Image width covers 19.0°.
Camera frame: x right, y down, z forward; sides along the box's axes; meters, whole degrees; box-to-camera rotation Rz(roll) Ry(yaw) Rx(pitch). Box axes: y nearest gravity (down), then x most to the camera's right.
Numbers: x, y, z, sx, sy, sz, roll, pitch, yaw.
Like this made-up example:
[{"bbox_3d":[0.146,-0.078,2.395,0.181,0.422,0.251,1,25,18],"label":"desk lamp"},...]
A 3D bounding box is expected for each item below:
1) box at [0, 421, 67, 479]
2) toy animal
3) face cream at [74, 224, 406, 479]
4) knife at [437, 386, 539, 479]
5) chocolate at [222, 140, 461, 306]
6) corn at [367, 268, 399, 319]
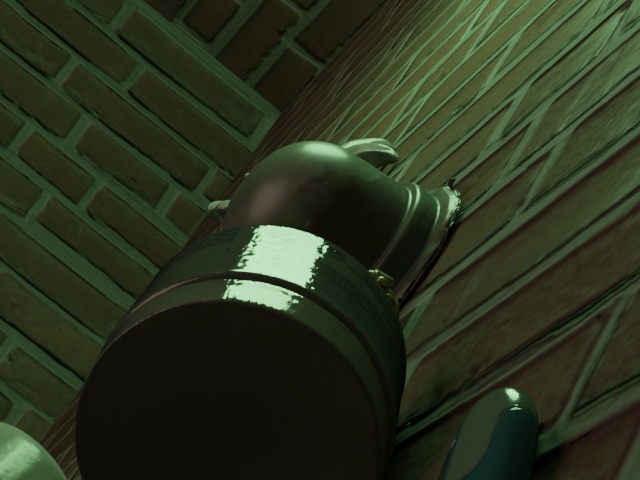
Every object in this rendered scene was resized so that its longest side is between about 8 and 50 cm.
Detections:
[{"bbox_3d":[-0.400,0.298,2.082,0.262,0.291,0.206,9,32,33],"label":"box"},{"bbox_3d":[-0.026,-0.050,2.035,0.221,0.131,0.104,-49,-8,-6],"label":"toy animal"},{"bbox_3d":[-0.041,0.092,1.118,0.177,0.177,0.153,-49,6,17],"label":"face cream"},{"bbox_3d":[0.063,0.137,0.820,0.064,0.031,0.222,-42,14,33],"label":"knife"},{"bbox_3d":[-0.007,0.002,1.514,0.221,0.147,0.221,-54,7,10],"label":"chocolate"},{"bbox_3d":[-0.016,0.105,1.353,0.206,0.067,0.067,-52,7,2],"label":"corn"}]
